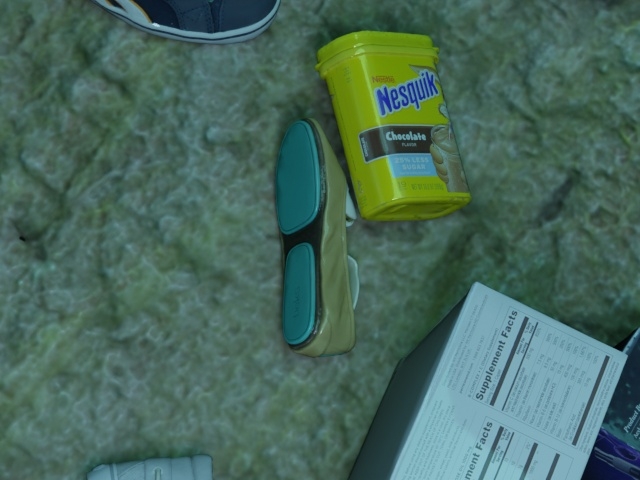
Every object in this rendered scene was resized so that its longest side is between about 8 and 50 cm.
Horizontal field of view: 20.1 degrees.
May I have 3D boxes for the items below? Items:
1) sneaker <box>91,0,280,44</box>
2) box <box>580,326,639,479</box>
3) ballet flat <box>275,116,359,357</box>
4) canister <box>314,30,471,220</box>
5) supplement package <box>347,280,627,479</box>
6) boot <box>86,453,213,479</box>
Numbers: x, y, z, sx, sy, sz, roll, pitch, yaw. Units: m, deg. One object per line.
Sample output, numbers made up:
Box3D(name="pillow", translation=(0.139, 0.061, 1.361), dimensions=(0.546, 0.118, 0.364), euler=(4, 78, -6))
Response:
Box3D(name="sneaker", translation=(-0.185, -0.288, 1.729), dimensions=(0.321, 0.127, 0.126), euler=(19, 68, -6))
Box3D(name="box", translation=(0.327, 0.192, 1.655), dimensions=(0.207, 0.153, 0.108), euler=(32, 69, 2))
Box3D(name="ballet flat", translation=(0.000, 0.000, 1.707), dimensions=(0.073, 0.080, 0.232), euler=(13, 69, -37))
Box3D(name="canister", translation=(0.072, -0.108, 1.732), dimensions=(0.126, 0.073, 0.169), euler=(-2, 72, -42))
Box3D(name="supplement package", translation=(0.124, 0.186, 1.555), dimensions=(0.145, 0.262, 0.204), euler=(26, 69, -2))
Box3D(name="boot", translation=(-0.122, 0.308, 1.553), dimensions=(0.123, 0.095, 0.258), euler=(-9, 73, -7))
